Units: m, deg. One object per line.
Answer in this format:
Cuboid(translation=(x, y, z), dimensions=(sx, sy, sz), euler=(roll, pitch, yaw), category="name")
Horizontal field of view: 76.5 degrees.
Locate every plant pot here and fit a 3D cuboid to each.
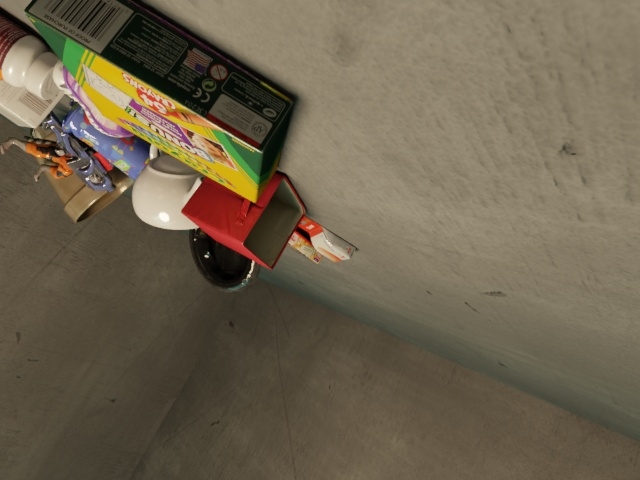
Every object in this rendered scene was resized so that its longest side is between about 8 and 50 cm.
Cuboid(translation=(-0.903, -0.273, 1.549), dimensions=(0.280, 0.323, 0.323), euler=(49, 161, -15), category="plant pot")

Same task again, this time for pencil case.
Cuboid(translation=(-0.604, -0.284, 1.202), dimensions=(0.133, 0.120, 0.306), euler=(-18, 139, 32), category="pencil case")

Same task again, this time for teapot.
Cuboid(translation=(-0.391, -0.160, 1.112), dimensions=(0.255, 0.187, 0.253), euler=(10, -153, 0), category="teapot")

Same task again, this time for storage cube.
Cuboid(translation=(-0.179, -0.072, 0.988), dimensions=(0.193, 0.184, 0.215), euler=(25, 167, 23), category="storage cube")

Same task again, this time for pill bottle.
Cuboid(translation=(-0.687, -0.417, 0.886), dimensions=(0.221, 0.121, 0.121), euler=(33, 166, -16), category="pill bottle")

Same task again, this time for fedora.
Cuboid(translation=(-0.296, 0.006, 1.406), dimensions=(0.333, 0.335, 0.152), euler=(24, -161, 21), category="fedora")

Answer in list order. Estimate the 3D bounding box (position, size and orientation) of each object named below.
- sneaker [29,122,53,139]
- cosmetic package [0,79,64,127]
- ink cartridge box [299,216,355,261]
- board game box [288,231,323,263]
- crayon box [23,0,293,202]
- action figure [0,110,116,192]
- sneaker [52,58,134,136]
Cuboid(translation=(-1.042, -0.395, 1.735), dimensions=(0.343, 0.134, 0.146), euler=(28, 163, -37), category="sneaker")
Cuboid(translation=(-0.828, -0.416, 1.109), dimensions=(0.183, 0.151, 0.151), euler=(16, 161, 41), category="cosmetic package")
Cuboid(translation=(0.000, 0.000, 1.190), dimensions=(0.179, 0.045, 0.145), euler=(29, 166, -11), category="ink cartridge box")
Cuboid(translation=(-0.097, -0.007, 1.311), dimensions=(0.193, 0.045, 0.146), euler=(38, 173, -35), category="board game box")
Cuboid(translation=(-0.243, -0.227, 0.707), dimensions=(0.362, 0.106, 0.313), euler=(30, 167, -5), category="crayon box")
Cuboid(translation=(-0.809, -0.308, 1.298), dimensions=(0.329, 0.179, 0.341), euler=(-7, 148, -7), category="action figure")
Cuboid(translation=(-0.491, -0.316, 0.940), dimensions=(0.104, 0.095, 0.236), euler=(17, 163, 16), category="sneaker")
